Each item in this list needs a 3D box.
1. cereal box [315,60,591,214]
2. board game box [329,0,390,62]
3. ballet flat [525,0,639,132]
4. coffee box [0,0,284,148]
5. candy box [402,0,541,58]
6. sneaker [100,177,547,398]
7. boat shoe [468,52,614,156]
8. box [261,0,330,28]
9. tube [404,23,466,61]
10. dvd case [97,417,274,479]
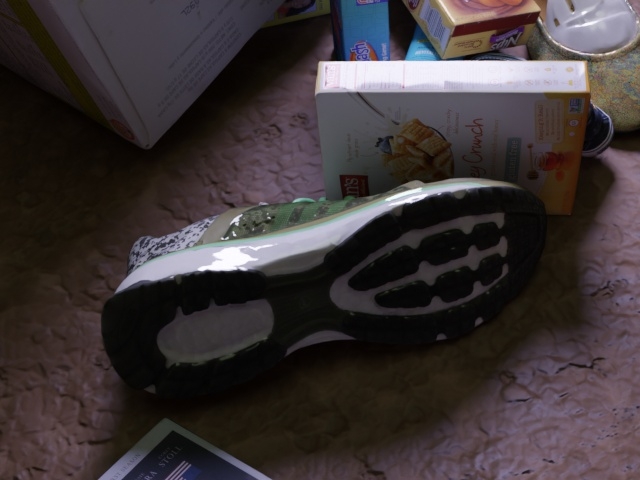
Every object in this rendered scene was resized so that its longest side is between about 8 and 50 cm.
[{"bbox_3d":[0.119,-0.092,1.088,0.240,0.173,0.047,0,54,6],"label":"cereal box"},{"bbox_3d":[0.037,-0.221,1.171,0.047,0.210,0.160,-7,51,-1],"label":"board game box"},{"bbox_3d":[0.264,-0.265,1.246,0.123,0.123,0.348,-11,52,-4],"label":"ballet flat"},{"bbox_3d":[-0.237,-0.368,1.178,0.334,0.338,0.337,30,72,32],"label":"coffee box"},{"bbox_3d":[0.137,-0.280,1.248,0.109,0.053,0.187,-14,56,-25],"label":"candy box"},{"bbox_3d":[0.000,0.000,1.060,0.410,0.158,0.182,-11,34,-10],"label":"sneaker"},{"bbox_3d":[0.206,-0.151,1.166,0.183,0.083,0.065,34,90,34],"label":"boat shoe"},{"bbox_3d":[-0.013,-0.301,1.333,0.232,0.058,0.087,-13,54,-5],"label":"box"},{"bbox_3d":[0.128,-0.209,1.262,0.080,0.052,0.207,17,49,7],"label":"tube"},{"bbox_3d":[-0.083,0.249,0.904,0.238,0.029,0.179,26,43,22],"label":"dvd case"}]
